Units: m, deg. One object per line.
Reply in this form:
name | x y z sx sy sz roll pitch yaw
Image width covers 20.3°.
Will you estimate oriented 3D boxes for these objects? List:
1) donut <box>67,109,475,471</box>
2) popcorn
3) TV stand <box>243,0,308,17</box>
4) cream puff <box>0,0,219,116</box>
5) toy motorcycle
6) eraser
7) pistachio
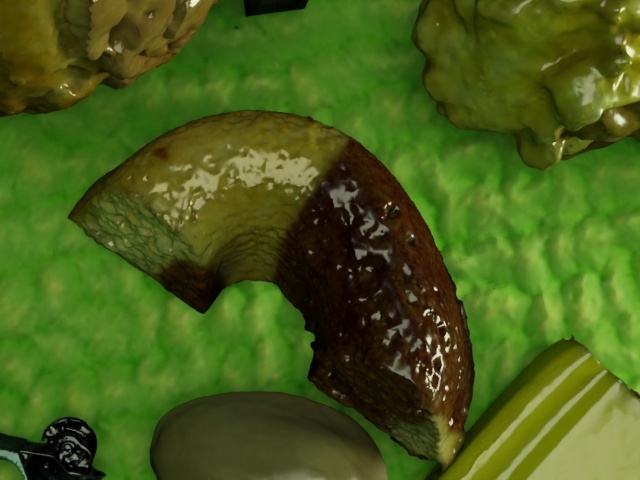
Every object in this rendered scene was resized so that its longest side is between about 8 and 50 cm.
donut | 0.000 0.000 1.115 0.295 0.112 0.151 35 78 5
popcorn | 0.155 -0.121 1.115 0.197 0.197 0.155 2 89 -5
TV stand | -0.022 -0.181 1.060 0.040 0.256 0.049 -8 87 -6
cream puff | -0.169 -0.240 1.017 0.231 0.343 0.327 -26 68 -26
toy motorcycle | -0.224 0.150 1.131 0.173 0.058 0.100 10 94 -3
eraser | 0.145 0.189 1.153 0.158 0.069 0.226 42 85 -4
pistachio | -0.035 0.148 1.122 0.149 0.113 0.113 22 86 4
